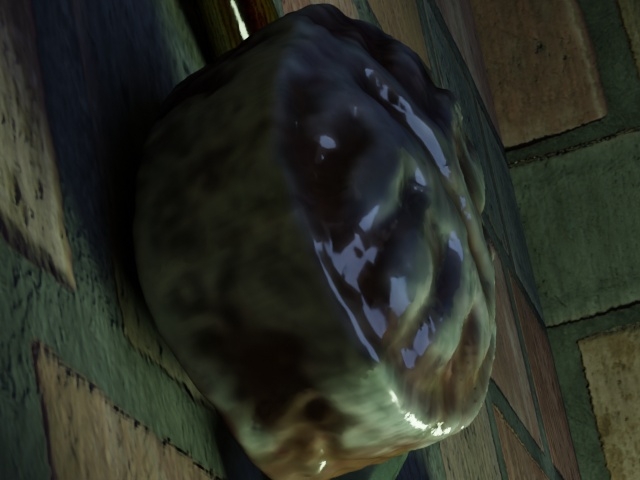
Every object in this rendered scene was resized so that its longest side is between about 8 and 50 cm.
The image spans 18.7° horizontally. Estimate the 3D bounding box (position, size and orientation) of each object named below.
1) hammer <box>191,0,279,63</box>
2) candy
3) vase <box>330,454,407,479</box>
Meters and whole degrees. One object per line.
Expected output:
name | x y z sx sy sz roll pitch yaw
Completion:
hammer | -0.076 -0.223 1.105 0.409 0.095 0.242 68 12 -46
candy | 0.000 0.000 1.004 0.214 0.157 0.289 56 23 -18
vase | 0.012 0.127 1.110 0.214 0.086 0.086 -73 147 -63
